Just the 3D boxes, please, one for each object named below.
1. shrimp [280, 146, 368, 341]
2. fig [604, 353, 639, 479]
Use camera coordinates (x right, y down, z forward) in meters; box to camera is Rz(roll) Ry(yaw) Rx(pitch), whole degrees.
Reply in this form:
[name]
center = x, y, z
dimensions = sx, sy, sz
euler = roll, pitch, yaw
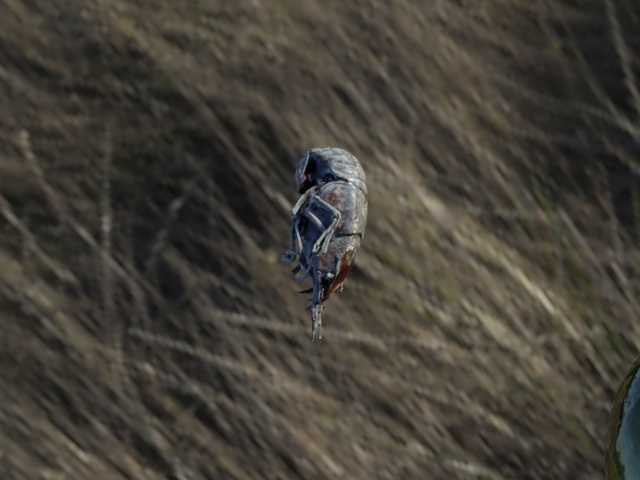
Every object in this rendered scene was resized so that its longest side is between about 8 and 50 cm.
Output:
[shrimp]
center = 0.000, 0.000, 1.498
dimensions = 0.065, 0.056, 0.165
euler = 0, 57, 25
[fig]
center = 0.366, 0.196, 1.918
dimensions = 0.225, 0.203, 0.203
euler = -53, 37, 19
